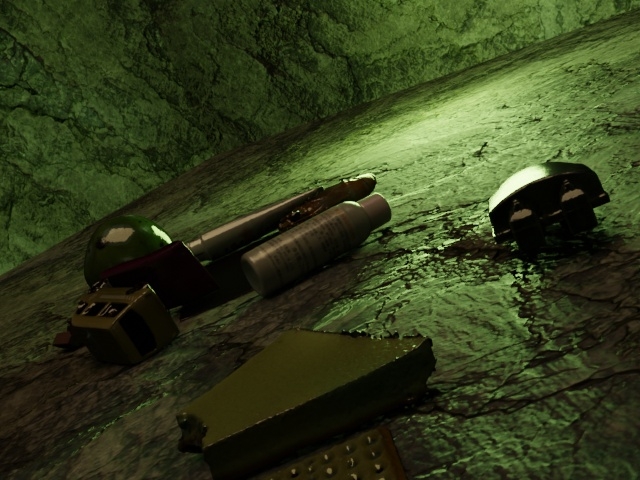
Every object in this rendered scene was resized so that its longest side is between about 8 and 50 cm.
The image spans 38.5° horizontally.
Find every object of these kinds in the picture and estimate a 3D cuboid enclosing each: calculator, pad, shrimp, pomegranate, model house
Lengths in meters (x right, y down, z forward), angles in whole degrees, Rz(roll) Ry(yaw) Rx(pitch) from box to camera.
[{"bbox_3d":[-0.287,0.076,1.629,0.191,0.126,0.034,-21,36,21],"label":"calculator"},{"bbox_3d":[-0.145,0.053,1.745,0.248,0.007,0.367,-23,13,0],"label":"pad"},{"bbox_3d":[-0.001,-0.070,1.859,0.287,0.062,0.152,-30,11,-38],"label":"shrimp"},{"bbox_3d":[-0.371,0.057,1.781,0.187,0.187,0.225,-22,33,8],"label":"pomegranate"},{"bbox_3d":[-0.462,0.172,1.712,0.083,0.057,0.058,-8,15,45],"label":"model house"}]

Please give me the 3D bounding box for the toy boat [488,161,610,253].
[{"bbox_3d":[0.293,-0.052,1.208,0.141,0.092,0.319,-22,6,13],"label":"toy boat"}]

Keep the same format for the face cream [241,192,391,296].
[{"bbox_3d":[0.000,0.000,1.531,0.269,0.081,0.082,-27,13,-20],"label":"face cream"}]

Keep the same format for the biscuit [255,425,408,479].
[{"bbox_3d":[-0.038,0.232,0.790,0.232,0.016,0.139,-24,14,1],"label":"biscuit"}]

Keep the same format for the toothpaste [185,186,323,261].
[{"bbox_3d":[-0.138,-0.032,1.943,0.323,0.066,0.100,-25,-19,-4],"label":"toothpaste"}]

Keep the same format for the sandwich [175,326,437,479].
[{"bbox_3d":[-0.026,0.172,0.931,0.212,0.063,0.245,-36,16,-31],"label":"sandwich"}]

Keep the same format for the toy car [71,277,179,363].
[{"bbox_3d":[-0.344,0.139,1.534,0.124,0.101,0.257,-40,21,-31],"label":"toy car"}]
